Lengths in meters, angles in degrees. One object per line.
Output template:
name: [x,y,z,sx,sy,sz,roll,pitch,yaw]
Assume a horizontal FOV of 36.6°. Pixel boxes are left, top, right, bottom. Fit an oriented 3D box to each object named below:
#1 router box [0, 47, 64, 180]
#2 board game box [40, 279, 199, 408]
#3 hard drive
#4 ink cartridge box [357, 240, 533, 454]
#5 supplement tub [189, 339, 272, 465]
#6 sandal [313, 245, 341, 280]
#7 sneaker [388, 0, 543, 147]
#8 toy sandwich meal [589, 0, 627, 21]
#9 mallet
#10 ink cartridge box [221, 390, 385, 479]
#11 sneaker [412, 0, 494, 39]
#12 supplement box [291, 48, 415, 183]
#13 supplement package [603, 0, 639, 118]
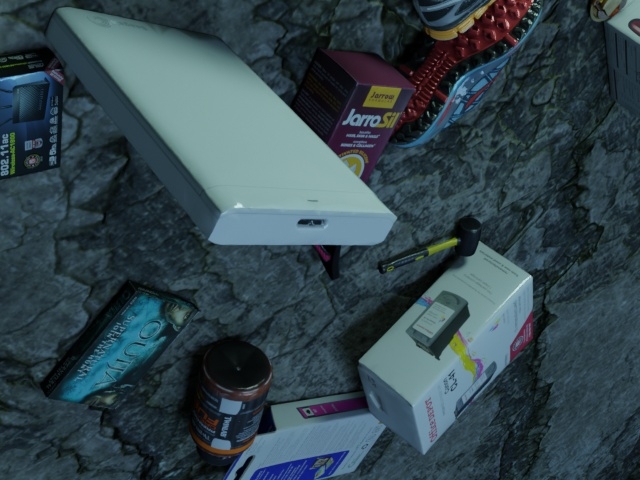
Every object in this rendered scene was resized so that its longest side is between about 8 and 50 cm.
router box: [-0.293,-0.116,0.910,0.092,0.038,0.122,-17,140,-31]
board game box: [-0.257,0.139,1.251,0.186,0.026,0.126,-49,146,11]
hard drive: [-0.093,-0.105,0.877,0.203,0.307,0.040,0,128,-46]
ink cartridge box: [0.221,0.184,1.649,0.306,0.131,0.226,-45,150,-17]
supplement tub: [-0.136,0.247,1.426,0.106,0.106,0.198,-17,139,-33]
sandal: [0.000,0.000,1.320,0.040,0.067,0.179,-20,145,-11]
sneaker: [0.176,-0.225,1.231,0.262,0.104,0.125,-44,164,11]
toy sandwich meal: [0.417,-0.343,1.373,0.086,0.029,0.085,-27,144,-21]
mallet: [0.176,0.023,1.552,0.190,0.039,0.062,-24,140,-18]
ink cartridge box: [-0.037,0.358,1.693,0.371,0.069,0.175,-1,131,-48]
sneaker: [0.193,-0.328,1.119,0.215,0.084,0.083,-46,142,8]
supplement box: [0.019,-0.129,1.170,0.104,0.081,0.188,-3,131,-43]
supplement package: [0.583,-0.316,1.468,0.262,0.145,0.204,-40,147,-3]
